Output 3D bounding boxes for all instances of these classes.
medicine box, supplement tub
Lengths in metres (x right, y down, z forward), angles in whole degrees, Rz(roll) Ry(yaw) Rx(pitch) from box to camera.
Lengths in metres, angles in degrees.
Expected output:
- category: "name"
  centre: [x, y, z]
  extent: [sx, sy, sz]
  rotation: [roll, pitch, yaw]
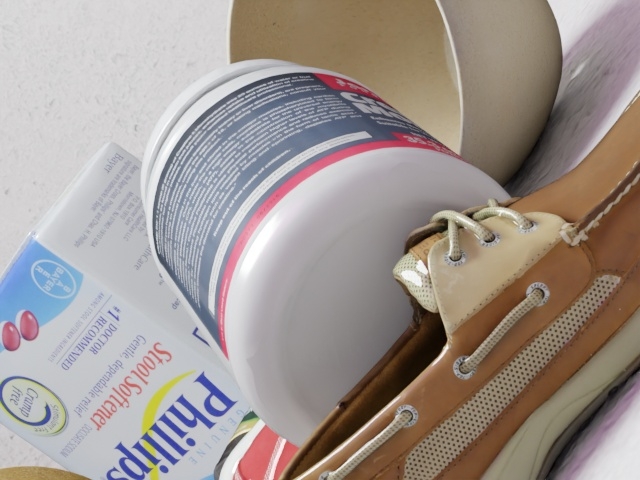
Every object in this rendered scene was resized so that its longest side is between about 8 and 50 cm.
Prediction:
- category: "medicine box"
  centre: [-0.164, 0.102, 1.452]
  extent: [0.263, 0.289, 0.149]
  rotation: [-47, 9, 44]
- category: "supplement tub"
  centre: [0.000, 0.000, 0.980]
  extent: [0.191, 0.191, 0.272]
  rotation: [-54, 29, 6]

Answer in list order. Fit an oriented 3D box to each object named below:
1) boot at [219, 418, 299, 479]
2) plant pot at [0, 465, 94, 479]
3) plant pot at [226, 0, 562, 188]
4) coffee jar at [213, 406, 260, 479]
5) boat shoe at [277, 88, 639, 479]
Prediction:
- category: "boot"
  centre: [0.042, 0.095, 1.066]
  extent: [0.244, 0.088, 0.176]
  rotation: [-57, 16, -20]
- category: "plant pot"
  centre: [-0.221, 0.332, 1.184]
  extent: [0.237, 0.237, 0.254]
  rotation: [-54, 21, 6]
- category: "plant pot"
  centre: [0.082, -0.142, 1.258]
  extent: [0.191, 0.284, 0.284]
  rotation: [-17, -18, -37]
- category: "coffee jar"
  centre: [-0.009, 0.127, 1.201]
  extent: [0.184, 0.079, 0.096]
  rotation: [-60, 9, -31]
- category: "boat shoe"
  centre: [0.096, 0.038, 0.808]
  extent: [0.324, 0.120, 0.122]
  rotation: [-56, 8, -4]
